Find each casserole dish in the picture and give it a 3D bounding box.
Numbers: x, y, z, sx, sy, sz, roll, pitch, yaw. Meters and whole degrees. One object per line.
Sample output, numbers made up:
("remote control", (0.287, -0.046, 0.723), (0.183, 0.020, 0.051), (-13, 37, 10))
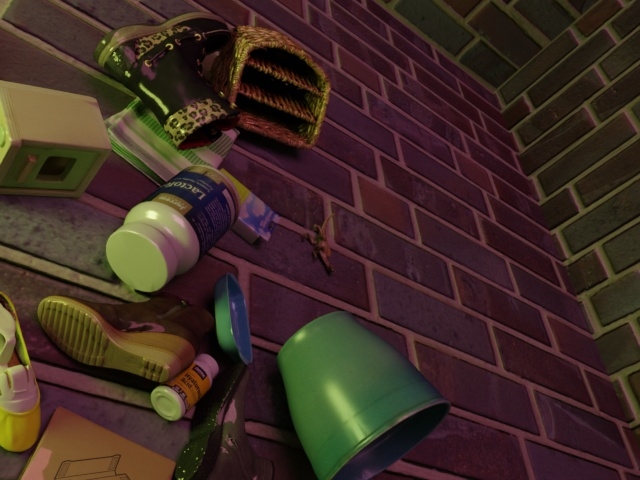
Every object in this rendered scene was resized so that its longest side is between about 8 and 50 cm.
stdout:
("casserole dish", (-0.168, 0.150, 1.113), (0.114, 0.037, 0.188), (66, 8, -53))

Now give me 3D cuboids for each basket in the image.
("basket", (-0.112, -0.409, 1.555), (0.299, 0.213, 0.223), (15, 35, -39))

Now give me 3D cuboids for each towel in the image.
("towel", (-0.332, -0.245, 1.346), (0.248, 0.038, 0.325), (39, 36, -14))

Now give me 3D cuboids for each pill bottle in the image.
("pill bottle", (-0.271, -0.026, 1.105), (0.153, 0.153, 0.264), (43, 35, -8))
("pill bottle", (-0.222, 0.241, 0.982), (0.065, 0.065, 0.116), (48, 35, -1))

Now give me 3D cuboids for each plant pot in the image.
("plant pot", (0.056, 0.281, 1.094), (0.272, 0.271, 0.255), (2, 42, -46))

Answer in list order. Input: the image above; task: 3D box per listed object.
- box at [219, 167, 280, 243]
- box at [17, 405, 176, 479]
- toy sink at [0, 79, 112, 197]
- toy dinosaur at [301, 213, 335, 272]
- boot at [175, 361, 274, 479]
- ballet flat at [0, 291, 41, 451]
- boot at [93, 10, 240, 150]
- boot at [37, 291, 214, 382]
("box", (-0.183, -0.073, 1.338), (0.178, 0.042, 0.109), (40, 37, -13))
("box", (-0.313, 0.348, 0.817), (0.201, 0.021, 0.164), (36, 37, -22))
("toy sink", (-0.502, -0.163, 0.987), (0.234, 0.153, 0.131), (1, 57, -48))
("toy dinosaur", (0.000, 0.000, 1.476), (0.092, 0.053, 0.183), (35, 42, -44))
("boot", (-0.139, 0.341, 0.988), (0.161, 0.083, 0.246), (48, 33, -23))
("ballet flat", (-0.434, 0.172, 0.808), (0.077, 0.077, 0.231), (0, 57, -50))
("boot", (-0.289, -0.373, 1.357), (0.284, 0.138, 0.377), (51, 39, 3))
("boot", (-0.315, 0.136, 0.986), (0.248, 0.090, 0.207), (27, 18, -2))
